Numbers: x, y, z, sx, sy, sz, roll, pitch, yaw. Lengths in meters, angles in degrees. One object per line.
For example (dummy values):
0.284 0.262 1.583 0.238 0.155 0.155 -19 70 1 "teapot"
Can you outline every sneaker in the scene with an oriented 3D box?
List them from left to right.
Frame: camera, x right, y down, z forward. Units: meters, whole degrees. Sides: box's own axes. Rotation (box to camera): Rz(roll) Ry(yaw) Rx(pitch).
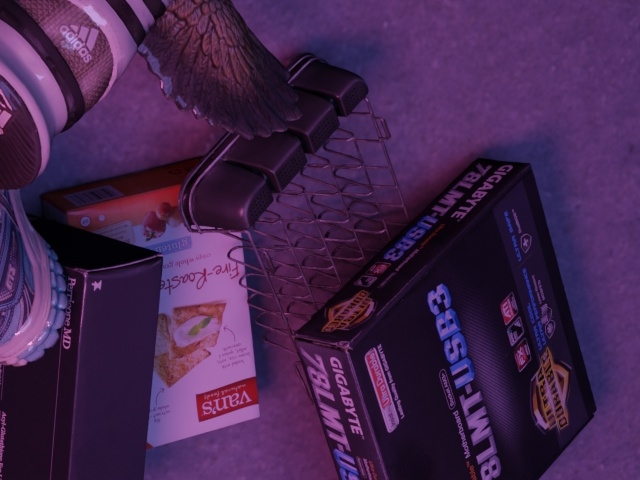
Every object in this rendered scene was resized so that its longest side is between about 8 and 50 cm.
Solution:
-0.283 -0.042 1.486 0.110 0.283 0.122 -37 152 15 "sneaker"
-0.243 -0.167 1.395 0.257 0.447 0.169 -45 122 -26 "sneaker"

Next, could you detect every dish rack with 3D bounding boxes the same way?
0.000 0.000 1.719 0.208 0.074 0.271 -49 135 -31 "dish rack"

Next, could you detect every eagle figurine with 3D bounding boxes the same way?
-0.122 -0.244 1.535 0.226 0.298 0.225 107 11 -45 "eagle figurine"

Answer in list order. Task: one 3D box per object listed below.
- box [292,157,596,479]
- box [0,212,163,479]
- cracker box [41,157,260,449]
0.121 0.124 1.786 0.293 0.073 0.295 -42 128 -38 "box"
-0.236 0.121 1.597 0.103 0.184 0.261 -13 114 -52 "box"
-0.143 0.059 1.702 0.156 0.067 0.232 -15 112 -24 "cracker box"
